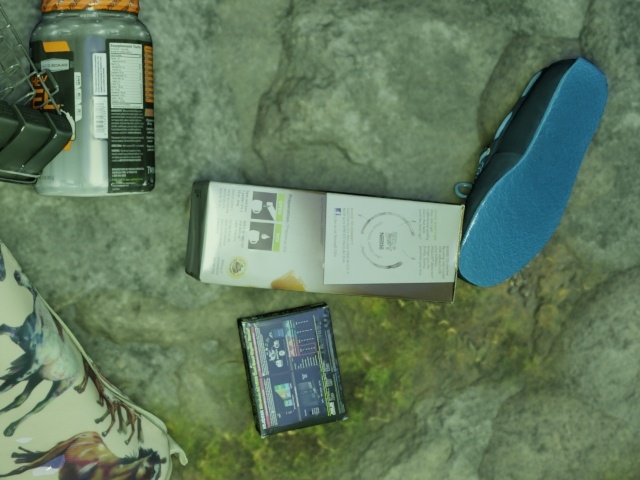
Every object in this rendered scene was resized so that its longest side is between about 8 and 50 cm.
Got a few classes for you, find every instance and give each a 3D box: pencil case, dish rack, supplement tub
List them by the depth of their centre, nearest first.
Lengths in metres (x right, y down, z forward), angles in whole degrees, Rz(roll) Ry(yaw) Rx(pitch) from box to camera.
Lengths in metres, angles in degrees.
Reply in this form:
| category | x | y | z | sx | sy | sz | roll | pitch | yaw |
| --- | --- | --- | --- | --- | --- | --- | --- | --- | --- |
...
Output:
| category | x | y | z | sx | sy | sz | roll | pitch | yaw |
| --- | --- | --- | --- | --- | --- | --- | --- | --- | --- |
| dish rack | -0.330 | -0.183 | 1.160 | 0.074 | 0.208 | 0.271 | -34 | 77 | 14 |
| pencil case | -0.296 | 0.100 | 1.212 | 0.183 | 0.160 | 0.410 | -35 | 114 | -1 |
| supplement tub | -0.216 | -0.137 | 1.278 | 0.117 | 0.117 | 0.190 | -2 | 93 | -11 |

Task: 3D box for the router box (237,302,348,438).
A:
| category | x | y | z | sx | sy | sz | roll | pitch | yaw |
| --- | --- | --- | --- | --- | --- | --- | --- | --- | --- |
| router box | -0.029 | 0.131 | 1.371 | 0.092 | 0.038 | 0.122 | -10 | 95 | -11 |

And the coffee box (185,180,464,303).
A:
| category | x | y | z | sx | sy | sz | roll | pitch | yaw |
| --- | --- | --- | --- | --- | --- | --- | --- | --- | --- |
| coffee box | 0.000 | 0.000 | 1.317 | 0.247 | 0.141 | 0.098 | 5 | 92 | -11 |

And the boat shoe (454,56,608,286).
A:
| category | x | y | z | sx | sy | sz | roll | pitch | yaw |
| --- | --- | --- | --- | --- | --- | --- | --- | --- | --- |
| boat shoe | 0.210 | -0.066 | 1.388 | 0.109 | 0.089 | 0.258 | 39 | 80 | -24 |
